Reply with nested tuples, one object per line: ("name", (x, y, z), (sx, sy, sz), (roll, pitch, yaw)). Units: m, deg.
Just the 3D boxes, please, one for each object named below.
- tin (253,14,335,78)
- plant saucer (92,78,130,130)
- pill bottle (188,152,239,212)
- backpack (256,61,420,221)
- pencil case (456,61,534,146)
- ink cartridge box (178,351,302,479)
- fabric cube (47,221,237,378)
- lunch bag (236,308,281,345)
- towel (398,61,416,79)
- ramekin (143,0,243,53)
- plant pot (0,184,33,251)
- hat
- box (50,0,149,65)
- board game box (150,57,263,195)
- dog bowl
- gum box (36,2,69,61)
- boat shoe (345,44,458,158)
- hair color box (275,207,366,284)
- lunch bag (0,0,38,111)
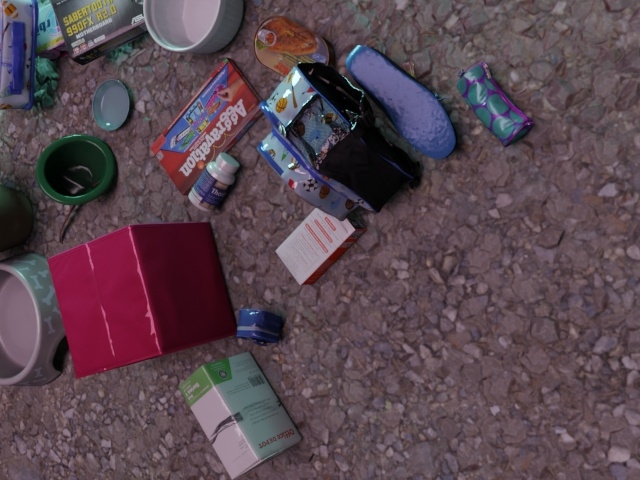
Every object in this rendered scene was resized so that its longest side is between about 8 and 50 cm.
("tin", (-0.054, -0.378, 1.507), (0.189, 0.040, 0.106), (35, 104, 24))
("plant saucer", (-0.486, -0.317, 1.764), (0.119, 0.021, 0.120), (1, 91, 30))
("pill bottle", (-0.223, -0.124, 1.595), (0.067, 0.067, 0.120), (45, 112, 21))
("backpack", (0.014, -0.180, 1.357), (0.213, 0.276, 0.263), (-37, 58, 11))
("pencil case", (0.299, -0.236, 1.293), (0.152, 0.064, 0.070), (55, 140, 16))
("ink cartridge box", (-0.160, 0.351, 1.523), (0.092, 0.160, 0.219), (-42, 72, 26))
("fabric cube", (-0.371, 0.120, 1.584), (0.259, 0.254, 0.258), (-18, 85, 28))
("lunch bag", (-0.124, 0.181, 1.535), (0.067, 0.098, 0.065), (-2, 73, 32))
("towel", (0.144, -0.294, 1.412), (0.083, 0.009, 0.060), (-18, 84, 30))
("ramekin", (-0.259, -0.491, 1.578), (0.207, 0.109, 0.207), (1, 93, 29))
("plant pot", (-0.852, -0.052, 1.864), (0.262, 0.229, 0.263), (1, 92, 30))
("hat", (-0.594, -0.136, 1.833), (0.208, 0.183, 0.173), (-31, 81, -16))
("box", (-0.480, -0.528, 1.692), (0.230, 0.056, 0.183), (-22, 82, 9))
("board game box", (-0.246, -0.243, 1.627), (0.281, 0.027, 0.145), (-44, 73, 24))
("dog bowl", (-0.775, 0.206, 1.904), (0.348, 0.102, 0.349), (1, 92, 31))
("gum box", (-0.618, -0.514, 1.809), (0.188, 0.062, 0.107), (-14, 84, 30))
("boat shoe", (0.159, -0.257, 1.356), (0.109, 0.089, 0.258), (-39, 83, 18))
("hair color box", (0.000, 0.000, 1.480), (0.167, 0.053, 0.093), (-46, 69, 24))
("lunch bag", (-0.762, -0.463, 1.817), (0.243, 0.114, 0.304), (30, 119, 42))
